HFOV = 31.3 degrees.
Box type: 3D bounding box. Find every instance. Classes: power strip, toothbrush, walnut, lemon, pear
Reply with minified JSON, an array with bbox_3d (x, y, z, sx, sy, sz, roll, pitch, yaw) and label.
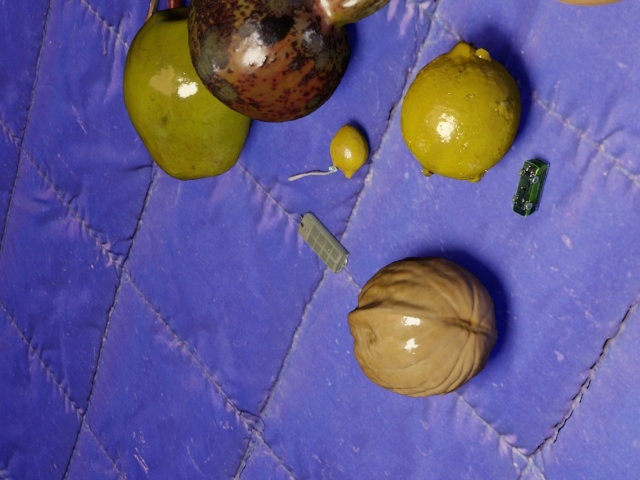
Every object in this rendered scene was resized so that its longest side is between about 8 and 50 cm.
[{"bbox_3d":[0.000,0.000,2.046,0.136,0.019,0.051,49,135,26],"label":"power strip"},{"bbox_3d":[-0.346,-0.418,2.290,0.023,0.031,0.320,42,131,42],"label":"toothbrush"},{"bbox_3d":[0.153,0.134,1.775,0.261,0.225,0.224,-11,94,54],"label":"walnut"},{"bbox_3d":[0.049,-0.149,1.909,0.065,0.065,0.092,8,103,47],"label":"lemon"},{"bbox_3d":[0.202,-0.185,1.646,0.173,0.174,0.206,29,123,39],"label":"lemon"},{"bbox_3d":[-0.229,-0.265,2.046,0.253,0.253,0.307,19,128,44],"label":"pear"},{"bbox_3d":[-0.015,-0.118,2.031,0.131,0.011,0.013,-10,107,49],"label":"toothbrush"}]

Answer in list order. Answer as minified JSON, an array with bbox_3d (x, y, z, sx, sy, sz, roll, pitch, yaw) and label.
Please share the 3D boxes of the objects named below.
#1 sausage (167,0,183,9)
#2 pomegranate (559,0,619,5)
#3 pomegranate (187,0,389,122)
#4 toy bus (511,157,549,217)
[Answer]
[{"bbox_3d":[-0.291,-0.369,2.242,0.034,0.034,0.253,29,123,40],"label":"sausage"},{"bbox_3d":[0.320,-0.434,1.319,0.338,0.338,0.338,18,115,44],"label":"pomegranate"},{"bbox_3d":[-0.036,-0.343,1.814,0.341,0.285,0.284,-25,83,26],"label":"pomegranate"},{"bbox_3d":[0.306,-0.077,1.665,0.031,0.037,0.083,32,125,37],"label":"toy bus"}]
